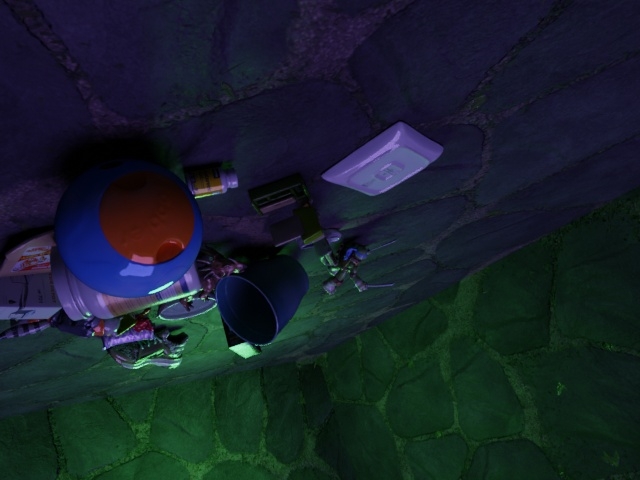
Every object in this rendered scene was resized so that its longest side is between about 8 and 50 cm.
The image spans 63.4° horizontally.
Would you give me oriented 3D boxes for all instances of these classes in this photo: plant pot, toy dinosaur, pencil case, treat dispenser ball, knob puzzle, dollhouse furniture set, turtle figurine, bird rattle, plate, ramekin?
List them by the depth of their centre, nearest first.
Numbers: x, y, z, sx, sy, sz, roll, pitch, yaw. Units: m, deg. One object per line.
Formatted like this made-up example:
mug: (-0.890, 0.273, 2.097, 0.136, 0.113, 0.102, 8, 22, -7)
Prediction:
treat dispenser ball: (-0.392, -0.025, 1.075, 0.288, 0.288, 0.288, -16, 160, -6)
knob puzzle: (-0.691, 0.020, 1.296, 0.213, 0.030, 0.213, -30, 164, -10)
plate: (0.184, -0.208, 1.461, 0.278, 0.045, 0.277, -30, 157, 30)
dollhouse furniture set: (-0.069, -0.026, 1.485, 0.151, 0.197, 0.301, -21, 159, 3)
toy dinosaur: (-0.396, 0.119, 1.620, 0.296, 0.127, 0.200, -26, 163, -27)
plant pot: (-0.183, 0.183, 1.815, 0.272, 0.271, 0.255, -39, 179, 43)
ramekin: (-0.474, 0.192, 1.821, 0.207, 0.109, 0.207, -17, 160, -6)
bird rattle: (-0.726, 0.271, 1.855, 0.207, 0.143, 0.253, -6, 172, -1)
pencil case: (-0.768, 0.377, 2.069, 0.206, 0.088, 0.086, -8, 155, -25)
turtle figurine: (0.150, 0.125, 2.070, 0.275, 0.197, 0.266, 2, 155, -37)

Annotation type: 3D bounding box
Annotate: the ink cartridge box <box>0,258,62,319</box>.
ink cartridge box: (-0.785, 0.126, 1.334, 0.082, 0.139, 0.191, -33, 156, 29)

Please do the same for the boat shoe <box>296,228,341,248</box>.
boat shoe: (0.000, 0.000, 1.805, 0.184, 0.063, 0.066, 0, 152, -41)

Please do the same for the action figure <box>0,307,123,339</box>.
action figure: (-0.786, 0.256, 1.593, 0.330, 0.178, 0.341, 7, 139, -15)

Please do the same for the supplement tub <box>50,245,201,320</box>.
supplement tub: (-0.481, 0.065, 1.307, 0.316, 0.228, 0.228, -16, 160, -13)

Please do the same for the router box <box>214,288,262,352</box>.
router box: (-0.334, 0.337, 2.122, 0.081, 0.243, 0.309, -18, 159, -2)

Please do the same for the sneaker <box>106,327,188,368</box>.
sneaker: (-0.746, 0.445, 2.268, 0.182, 0.158, 0.410, -57, 148, 9)

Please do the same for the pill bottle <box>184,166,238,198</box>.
pill bottle: (-0.258, -0.139, 1.223, 0.116, 0.065, 0.065, -13, 159, -17)
